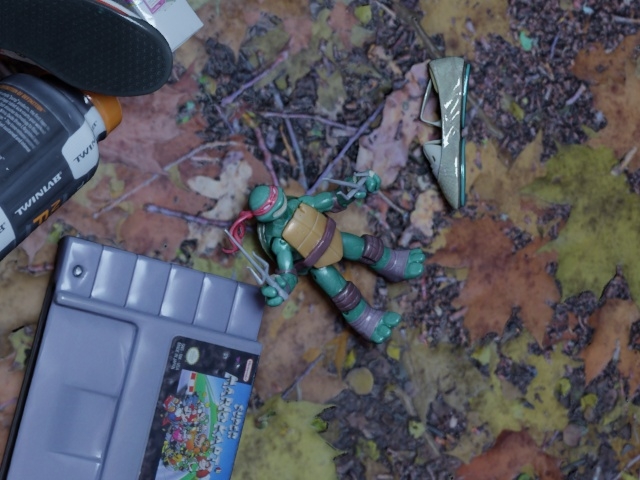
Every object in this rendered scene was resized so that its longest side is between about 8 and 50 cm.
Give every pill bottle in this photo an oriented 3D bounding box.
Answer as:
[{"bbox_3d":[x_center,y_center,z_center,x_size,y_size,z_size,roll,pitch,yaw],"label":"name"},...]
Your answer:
[{"bbox_3d":[-0.300,-0.071,1.594,0.246,0.130,0.130,-46,106,-26],"label":"pill bottle"}]

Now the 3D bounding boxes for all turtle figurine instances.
[{"bbox_3d":[0.000,0.000,1.737,0.234,0.118,0.175,38,85,-32],"label":"turtle figurine"}]

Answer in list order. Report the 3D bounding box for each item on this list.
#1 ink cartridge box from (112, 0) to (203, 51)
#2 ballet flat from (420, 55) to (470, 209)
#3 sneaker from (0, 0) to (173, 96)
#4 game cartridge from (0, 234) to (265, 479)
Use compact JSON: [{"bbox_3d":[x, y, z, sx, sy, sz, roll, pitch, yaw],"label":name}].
[{"bbox_3d":[-0.183,-0.242,1.674,0.052,0.088,0.122,-40,105,-20],"label":"ink cartridge box"},{"bbox_3d":[0.135,-0.117,1.835,0.052,0.057,0.168,2,85,5],"label":"ballet flat"},{"bbox_3d":[-0.265,-0.215,1.589,0.270,0.145,0.090,12,113,-3],"label":"sneaker"},{"bbox_3d":[-0.193,0.193,1.690,0.230,0.068,0.355,15,84,-18],"label":"game cartridge"}]
